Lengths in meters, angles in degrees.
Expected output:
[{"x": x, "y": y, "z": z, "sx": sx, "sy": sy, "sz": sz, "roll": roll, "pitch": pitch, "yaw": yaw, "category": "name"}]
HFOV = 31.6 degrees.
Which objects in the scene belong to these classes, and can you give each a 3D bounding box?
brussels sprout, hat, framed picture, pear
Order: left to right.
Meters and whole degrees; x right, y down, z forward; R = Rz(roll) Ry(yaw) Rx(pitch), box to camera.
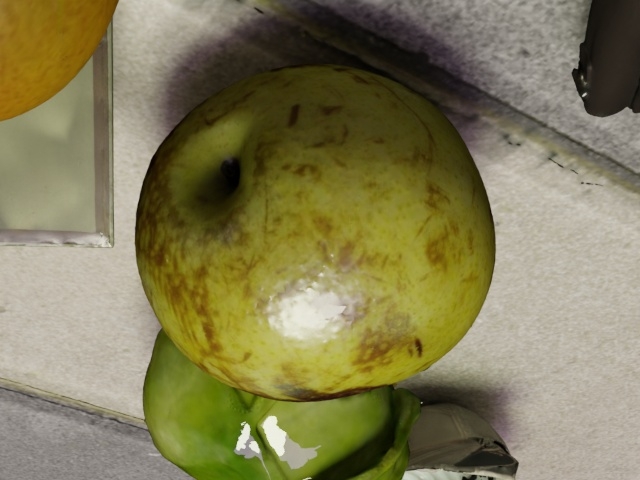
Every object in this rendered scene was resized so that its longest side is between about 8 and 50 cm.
[{"x": -0.236, "y": -0.106, "z": 0.822, "sx": 0.173, "sy": 0.010, "sz": 0.231, "roll": 2, "pitch": 104, "yaw": -3, "category": "framed picture"}, {"x": -0.040, "y": 0.159, "z": 1.114, "sx": 0.294, "sy": 0.227, "sz": 0.259, "roll": -2, "pitch": 127, "yaw": 51, "category": "brussels sprout"}, {"x": 0.000, "y": 0.000, "z": 0.881, "sx": 0.284, "sy": 0.283, "sz": 0.283, "roll": 0, "pitch": 144, "yaw": 0, "category": "pear"}, {"x": 0.109, "y": 0.280, "z": 1.303, "sx": 0.232, "sy": 0.161, "sz": 0.275, "roll": -50, "pitch": 156, "yaw": 18, "category": "hat"}]

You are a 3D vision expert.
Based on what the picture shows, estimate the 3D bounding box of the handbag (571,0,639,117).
[{"x": 0.324, "y": -0.176, "z": 0.768, "sx": 0.285, "sy": 0.113, "sz": 0.257, "roll": -6, "pitch": 150, "yaw": -4, "category": "handbag"}]

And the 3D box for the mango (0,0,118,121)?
[{"x": -0.249, "y": -0.231, "z": 0.609, "sx": 0.264, "sy": 0.221, "sz": 0.378, "roll": -2, "pitch": 134, "yaw": 12, "category": "mango"}]

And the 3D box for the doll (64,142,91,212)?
[{"x": -0.268, "y": -0.070, "z": 0.902, "sx": 0.221, "sy": 0.143, "sz": 0.135, "roll": -16, "pitch": 172, "yaw": 29, "category": "doll"}]

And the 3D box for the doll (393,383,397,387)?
[{"x": 0.008, "y": 0.207, "z": 1.277, "sx": 0.096, "sy": 0.145, "sz": 0.188, "roll": 27, "pitch": 100, "yaw": -35, "category": "doll"}]
